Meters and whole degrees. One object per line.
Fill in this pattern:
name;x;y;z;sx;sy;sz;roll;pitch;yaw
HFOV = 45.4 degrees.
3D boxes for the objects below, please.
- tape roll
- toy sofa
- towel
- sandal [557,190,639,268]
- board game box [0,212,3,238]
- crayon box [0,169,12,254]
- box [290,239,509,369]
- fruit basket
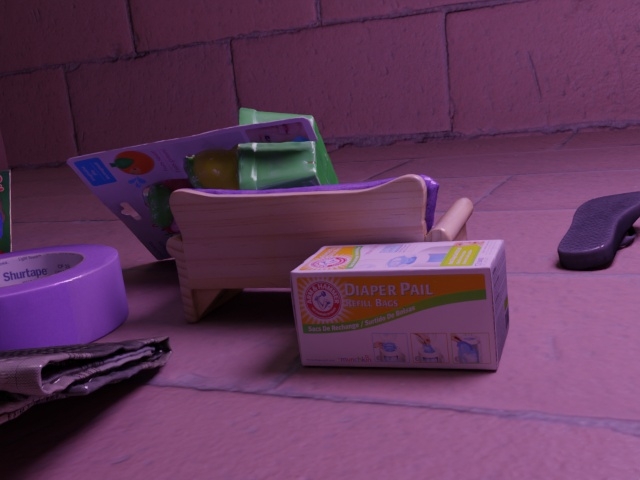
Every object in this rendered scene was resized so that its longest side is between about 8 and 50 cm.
tape roll;-0.400;0.081;1.011;0.275;0.090;0.275;-7;12;1
toy sofa;0.000;0.000;0.955;0.363;0.177;0.150;-2;14;23
towel;-0.329;0.135;0.707;0.325;0.056;0.312;-7;-5;7
sandal;0.404;-0.011;1.093;0.097;0.054;0.254;-5;20;42
board game box;-0.856;-0.027;1.605;0.291;0.141;0.232;-7;13;0
crayon box;-0.747;-0.036;1.425;0.319;0.202;0.081;-8;-14;-1
box;0.084;0.064;0.790;0.203;0.103;0.114;-2;13;20
fruit basket;-0.150;-0.057;1.172;0.353;0.165;0.327;-14;-30;6
